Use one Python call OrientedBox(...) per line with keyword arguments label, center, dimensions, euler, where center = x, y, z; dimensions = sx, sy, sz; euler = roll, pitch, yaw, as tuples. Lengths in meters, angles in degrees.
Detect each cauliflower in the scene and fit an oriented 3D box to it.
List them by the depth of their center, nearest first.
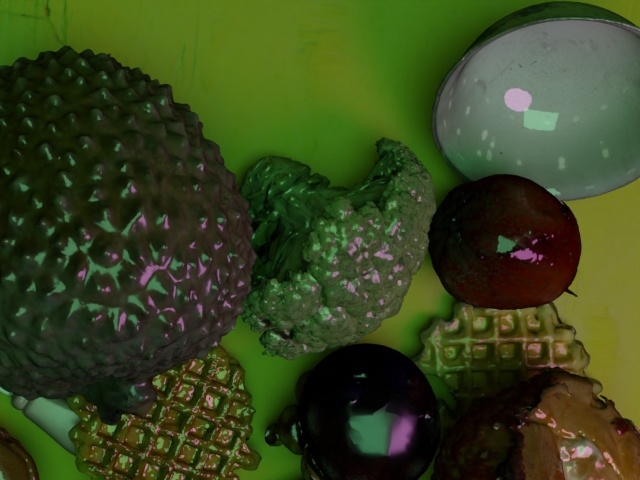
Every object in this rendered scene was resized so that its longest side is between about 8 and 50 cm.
OrientedBox(label="cauliflower", center=(0.000, 0.000, 1.550), dimensions=(0.250, 0.275, 0.272), euler=(39, 124, 21))

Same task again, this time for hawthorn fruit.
OrientedBox(label="hawthorn fruit", center=(0.249, 0.014, 1.594), dimensions=(0.235, 0.181, 0.181), euler=(27, 92, -34))

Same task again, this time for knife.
OrientedBox(label="knife", center=(-0.394, 0.164, 1.562), dimensions=(0.336, 0.043, 0.081), euler=(36, 89, -12))

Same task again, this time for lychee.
OrientedBox(label="lychee", center=(-0.269, -0.006, 1.400), dimensions=(0.380, 0.380, 0.432), euler=(-17, 85, -8))

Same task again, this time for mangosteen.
OrientedBox(label="mangosteen", center=(0.039, 0.235, 1.591), dimensions=(0.230, 0.194, 0.194), euler=(-23, 104, 26))

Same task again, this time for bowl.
OrientedBox(label="bowl", center=(0.294, -0.203, 1.567), dimensions=(0.313, 0.146, 0.313), euler=(2, 141, 1))

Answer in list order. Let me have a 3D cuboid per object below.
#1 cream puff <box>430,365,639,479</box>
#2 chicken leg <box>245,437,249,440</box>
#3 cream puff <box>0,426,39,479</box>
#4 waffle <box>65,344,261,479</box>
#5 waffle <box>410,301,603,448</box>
OrientedBox(label="cream puff", center=(0.274, 0.344, 1.555), dimensions=(0.350, 0.229, 0.350), euler=(20, 52, -28))
OrientedBox(label="chicken leg", center=(-0.120, 0.229, 1.633), dimensions=(0.036, 0.021, 0.083), euler=(-32, 101, 5))
OrientedBox(label="cream puff", center=(-0.422, 0.304, 1.537), dimensions=(0.150, 0.115, 0.165), euler=(1, 81, -17))
OrientedBox(label="waffle", center=(-0.191, 0.242, 1.569), dimensions=(0.238, 0.059, 0.243), euler=(-21, 102, -17))
OrientedBox(label="waffle", center=(0.243, 0.187, 1.680), dimensions=(0.261, 0.056, 0.250), euler=(43, 89, -12))
